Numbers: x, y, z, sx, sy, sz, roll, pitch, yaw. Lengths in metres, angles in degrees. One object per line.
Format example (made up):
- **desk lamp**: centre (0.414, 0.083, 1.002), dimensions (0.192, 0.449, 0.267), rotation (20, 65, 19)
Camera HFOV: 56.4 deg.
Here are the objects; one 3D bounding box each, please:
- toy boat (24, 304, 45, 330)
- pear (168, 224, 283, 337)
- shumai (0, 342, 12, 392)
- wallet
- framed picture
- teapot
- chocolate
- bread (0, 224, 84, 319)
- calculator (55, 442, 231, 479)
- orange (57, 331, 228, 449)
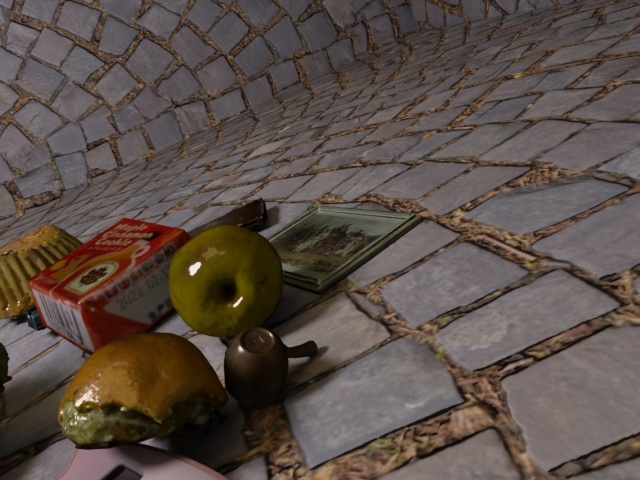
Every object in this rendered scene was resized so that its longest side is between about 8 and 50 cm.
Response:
- **toy boat**: centre (-0.451, 0.119, 1.071), dimensions (0.141, 0.060, 0.055), rotation (-30, 20, -36)
- **pear**: centre (-0.122, 0.050, 0.775), dimensions (0.149, 0.148, 0.162), rotation (-25, 17, -4)
- **shumai**: centre (-0.555, 0.214, 0.644), dimensions (0.348, 0.394, 0.395), rotation (17, 37, 20)
- **wallet**: centre (-0.212, -0.012, 1.168), dimensions (0.232, 0.031, 0.122), rotation (-23, 22, 4)
- **framed picture**: centre (0.000, 0.000, 0.948), dimensions (0.217, 0.017, 0.274), rotation (-34, 23, -28)
- **teapot**: centre (-0.055, 0.120, 0.640), dimensions (0.110, 0.080, 0.085), rotation (-21, 46, -31)
- **chocolate**: centre (-0.330, 0.064, 0.979), dimensions (0.238, 0.107, 0.235), rotation (9, 39, 46)
- **bread**: centre (-0.600, 0.060, 1.247), dimensions (0.240, 0.139, 0.240), rotation (-19, 19, 7)
- **calculator**: centre (-0.157, 0.262, 0.449), dimensions (0.330, 0.048, 0.220), rotation (2, 31, 44)
- **orange**: centre (-0.169, 0.145, 0.587), dimensions (0.160, 0.112, 0.170), rotation (3, -21, -20)
